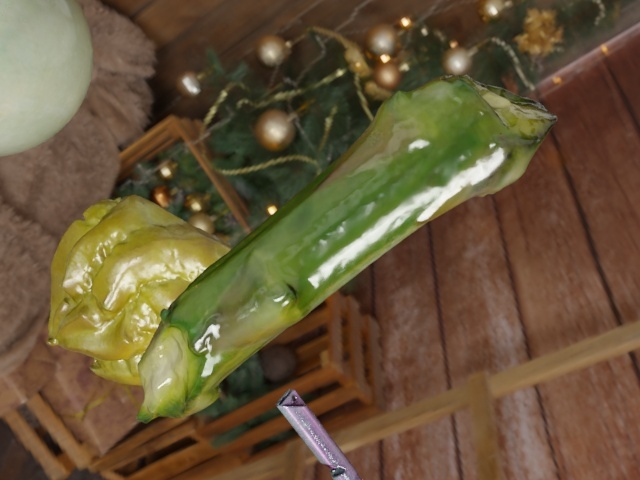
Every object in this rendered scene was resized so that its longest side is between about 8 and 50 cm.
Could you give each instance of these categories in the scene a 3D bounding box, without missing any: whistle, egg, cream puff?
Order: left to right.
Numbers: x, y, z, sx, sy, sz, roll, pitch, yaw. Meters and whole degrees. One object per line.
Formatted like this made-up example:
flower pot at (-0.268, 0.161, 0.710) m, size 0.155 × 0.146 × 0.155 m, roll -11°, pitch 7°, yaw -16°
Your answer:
egg at (-0.435, -0.245, 1.121) m, size 0.278 × 0.278 × 0.336 m, roll 58°, pitch -2°, yaw -5°
cream puff at (-0.236, 0.099, 1.295) m, size 0.291 × 0.257 × 0.324 m, roll 28°, pitch -12°, yaw 31°
whistle at (0.002, 0.269, 1.167) m, size 0.176 × 0.033 × 0.033 m, roll 54°, pitch 23°, yaw -15°

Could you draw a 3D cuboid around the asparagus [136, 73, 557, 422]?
asparagus at (0.001, 0.001, 0.567) m, size 0.082 × 0.343 × 0.085 m, roll 54°, pitch 2°, yaw 23°
